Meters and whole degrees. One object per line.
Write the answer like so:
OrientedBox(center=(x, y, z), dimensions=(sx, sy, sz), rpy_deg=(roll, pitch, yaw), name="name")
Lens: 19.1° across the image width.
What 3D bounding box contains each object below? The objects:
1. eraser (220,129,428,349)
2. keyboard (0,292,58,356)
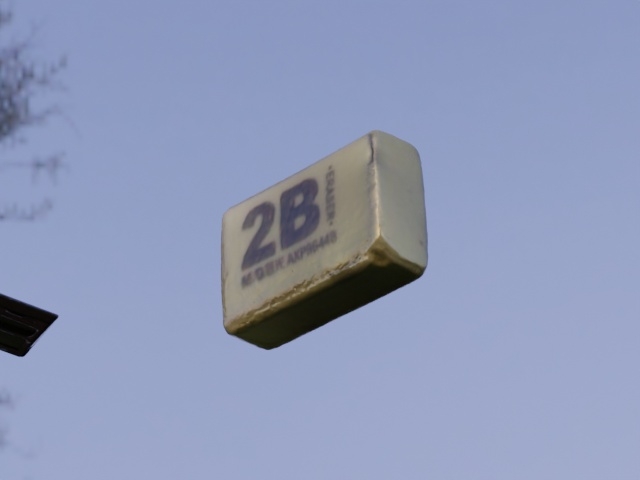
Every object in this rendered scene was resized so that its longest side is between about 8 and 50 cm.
OrientedBox(center=(0.000, 0.000, 1.443), dimensions=(0.172, 0.117, 0.058), rpy_deg=(-27, -39, 37), name="eraser")
OrientedBox(center=(-0.238, 0.015, 0.986), dimensions=(0.202, 0.011, 0.067), rpy_deg=(22, -29, -17), name="keyboard")
